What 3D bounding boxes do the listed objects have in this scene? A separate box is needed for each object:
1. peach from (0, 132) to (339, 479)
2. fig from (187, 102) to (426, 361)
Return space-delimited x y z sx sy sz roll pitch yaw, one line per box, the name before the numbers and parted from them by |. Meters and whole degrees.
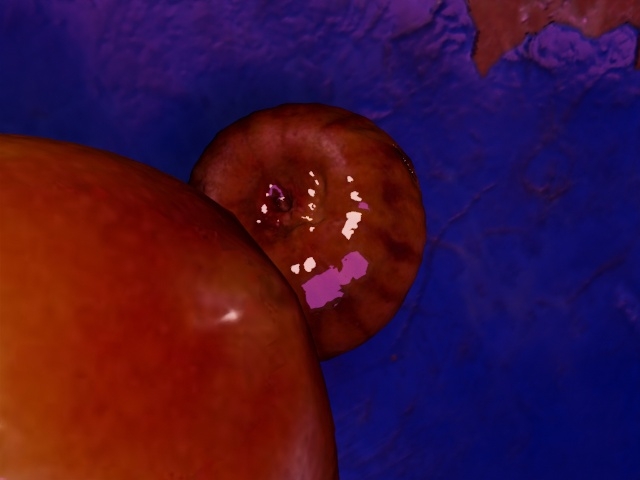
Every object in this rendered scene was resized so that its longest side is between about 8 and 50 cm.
peach | -0.143 0.094 0.500 0.332 0.308 0.308 -30 126 32
fig | -0.004 -0.011 0.641 0.128 0.150 0.128 6 114 13
